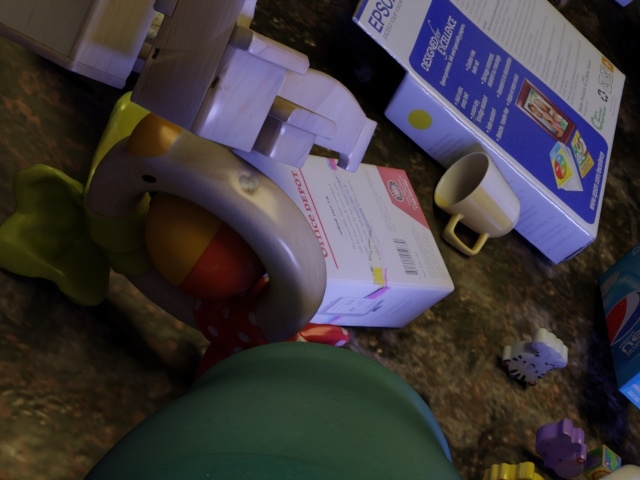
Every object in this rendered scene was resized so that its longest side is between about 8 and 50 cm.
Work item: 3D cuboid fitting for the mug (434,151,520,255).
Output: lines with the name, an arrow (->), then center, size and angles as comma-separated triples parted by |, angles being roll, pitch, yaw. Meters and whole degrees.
mug -> 0.139, -0.029, 1.408 | 0.064, 0.078, 0.062 | 42, 3, -28

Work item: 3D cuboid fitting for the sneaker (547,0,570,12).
sneaker -> 0.210, -0.327, 1.744 | 0.188, 0.066, 0.071 | 59, 19, 2

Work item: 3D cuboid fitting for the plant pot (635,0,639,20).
plant pot -> 0.533, -0.207, 1.779 | 0.366, 0.366, 0.353 | 14, 38, -41

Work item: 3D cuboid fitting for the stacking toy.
stacking toy -> 0.224, 0.195, 1.304 | 0.221, 0.052, 0.167 | 40, 38, -20

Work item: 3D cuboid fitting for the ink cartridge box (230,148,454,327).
ink cartridge box -> 0.000, 0.000, 1.208 | 0.198, 0.067, 0.115 | 7, 54, -47

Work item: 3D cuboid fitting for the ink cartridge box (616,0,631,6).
ink cartridge box -> 0.332, -0.358, 1.896 | 0.135, 0.056, 0.099 | 31, 39, -25

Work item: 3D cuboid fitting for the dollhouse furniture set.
dollhouse furniture set -> -0.030, -0.157, 1.056 | 0.303, 0.174, 0.355 | 29, 8, 37

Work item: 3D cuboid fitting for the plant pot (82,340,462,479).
plant pot -> -0.023, 0.191, 0.871 | 0.271, 0.271, 0.255 | 44, 21, -11

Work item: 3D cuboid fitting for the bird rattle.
bird rattle -> -0.077, 0.019, 1.005 | 0.253, 0.207, 0.143 | 44, 59, 2

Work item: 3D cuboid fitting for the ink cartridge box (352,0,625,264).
ink cartridge box -> 0.159, -0.169, 1.535 | 0.307, 0.072, 0.303 | 39, 38, -13

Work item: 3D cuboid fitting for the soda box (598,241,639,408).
soda box -> 0.305, 0.082, 1.433 | 0.071, 0.067, 0.210 | 41, 22, -15

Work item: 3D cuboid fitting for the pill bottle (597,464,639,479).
pill bottle -> 0.224, 0.321, 1.086 | 0.169, 0.169, 0.301 | -13, 69, -52
